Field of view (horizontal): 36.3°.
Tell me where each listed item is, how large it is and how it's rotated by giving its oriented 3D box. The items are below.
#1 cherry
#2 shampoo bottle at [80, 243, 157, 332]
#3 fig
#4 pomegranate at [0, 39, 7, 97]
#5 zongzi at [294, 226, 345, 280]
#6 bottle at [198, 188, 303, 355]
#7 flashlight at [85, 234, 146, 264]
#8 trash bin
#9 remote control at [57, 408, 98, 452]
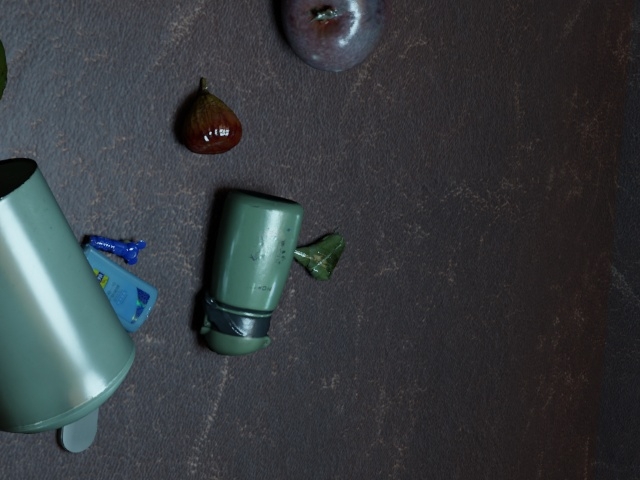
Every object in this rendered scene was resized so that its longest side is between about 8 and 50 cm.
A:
[{"bbox_3d":[0.040,-0.493,2.060,0.307,0.221,0.261,-30,129,-53],"label":"cherry"},{"bbox_3d":[-0.421,0.076,1.825,0.258,0.061,0.103,40,74,-43],"label":"shampoo bottle"},{"bbox_3d":[-0.209,-0.242,1.931,0.119,0.119,0.153,10,93,-46],"label":"fig"},{"bbox_3d":[-0.599,-0.267,1.502,0.225,0.187,0.187,9,93,-22],"label":"pomegranate"},{"bbox_3d":[0.000,0.000,2.250,0.130,0.062,0.154,42,63,-30],"label":"zongzi"},{"bbox_3d":[-0.151,0.074,2.033,0.168,0.168,0.347,8,98,-46],"label":"bottle"},{"bbox_3d":[-0.394,0.011,1.860,0.121,0.035,0.057,17,112,-42],"label":"flashlight"},{"bbox_3d":[-0.494,0.108,1.612,0.280,0.280,0.432,-37,120,-34],"label":"trash bin"},{"bbox_3d":[-0.456,0.285,1.865,0.077,0.022,0.245,2,97,-44],"label":"remote control"}]
